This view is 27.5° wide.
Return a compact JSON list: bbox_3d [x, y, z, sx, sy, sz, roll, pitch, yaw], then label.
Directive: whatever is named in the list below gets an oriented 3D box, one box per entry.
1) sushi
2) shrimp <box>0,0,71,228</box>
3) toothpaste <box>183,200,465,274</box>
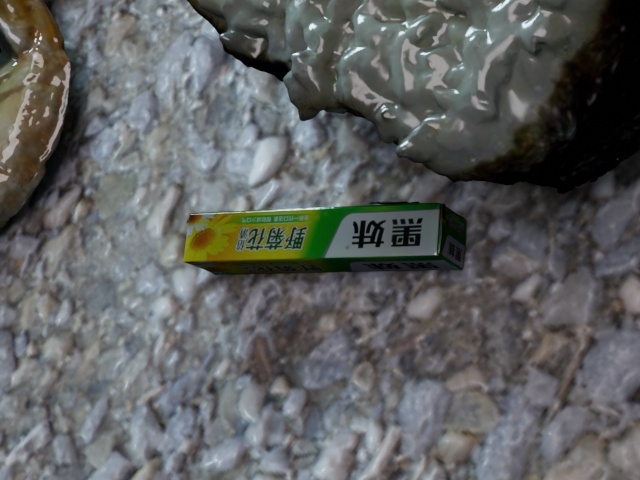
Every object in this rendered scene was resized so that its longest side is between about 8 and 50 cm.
[{"bbox_3d":[0.052,-0.149,0.773,0.343,0.182,0.196,36,96,32],"label":"sushi"},{"bbox_3d":[-0.243,-0.146,0.985,0.168,0.077,0.317,18,86,20],"label":"shrimp"},{"bbox_3d":[0.000,0.000,0.822,0.179,0.043,0.037,-2,73,26],"label":"toothpaste"}]
